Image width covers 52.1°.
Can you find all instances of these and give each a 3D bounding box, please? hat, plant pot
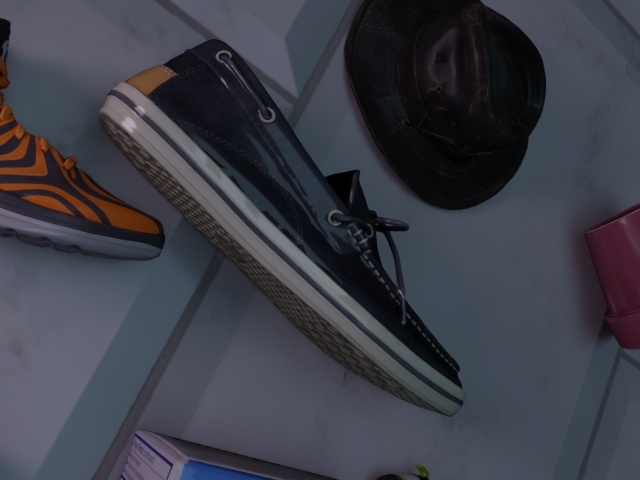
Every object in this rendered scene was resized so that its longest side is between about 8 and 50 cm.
[{"bbox_3d":[0.196,-0.208,0.841,0.331,0.134,0.332,2,87,-29],"label":"hat"},{"bbox_3d":[0.497,0.037,0.973,0.201,0.201,0.180,-23,83,-29],"label":"plant pot"}]

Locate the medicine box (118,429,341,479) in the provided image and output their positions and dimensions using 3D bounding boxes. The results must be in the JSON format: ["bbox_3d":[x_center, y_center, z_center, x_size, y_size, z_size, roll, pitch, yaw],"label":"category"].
[{"bbox_3d":[-0.089,0.364,0.632,0.263,0.149,0.289,24,76,-26],"label":"medicine box"}]

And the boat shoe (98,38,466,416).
[{"bbox_3d":[0.000,0.000,0.689,0.500,0.187,0.156,47,72,-13],"label":"boat shoe"}]

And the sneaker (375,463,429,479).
[{"bbox_3d":[0.113,0.393,0.781,0.097,0.084,0.235,6,82,-32],"label":"sneaker"}]

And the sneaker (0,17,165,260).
[{"bbox_3d":[-0.271,-0.098,0.571,0.321,0.124,0.180,22,78,-27],"label":"sneaker"}]
